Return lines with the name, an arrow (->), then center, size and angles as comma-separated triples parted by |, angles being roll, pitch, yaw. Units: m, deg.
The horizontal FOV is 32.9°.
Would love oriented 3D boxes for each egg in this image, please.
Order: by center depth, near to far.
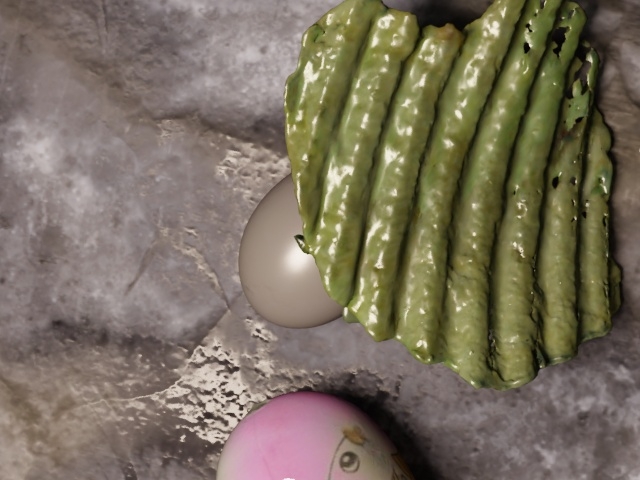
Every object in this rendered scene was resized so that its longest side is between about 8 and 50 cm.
egg -> 0.011, 0.280, 1.096 | 0.196, 0.196, 0.271 | -33, 106, 4
egg -> 0.000, 0.000, 1.113 | 0.146, 0.146, 0.198 | 42, 95, 4

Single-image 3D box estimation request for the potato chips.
potato chips -> 0.155, -0.055, 1.050 | 0.373, 0.097, 0.389 | -12, 95, -23
